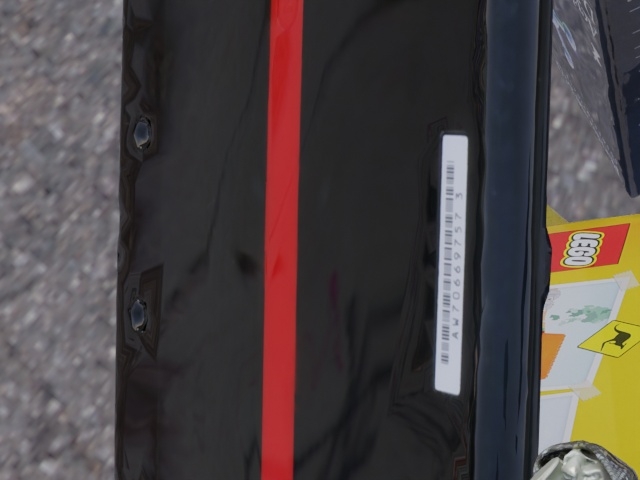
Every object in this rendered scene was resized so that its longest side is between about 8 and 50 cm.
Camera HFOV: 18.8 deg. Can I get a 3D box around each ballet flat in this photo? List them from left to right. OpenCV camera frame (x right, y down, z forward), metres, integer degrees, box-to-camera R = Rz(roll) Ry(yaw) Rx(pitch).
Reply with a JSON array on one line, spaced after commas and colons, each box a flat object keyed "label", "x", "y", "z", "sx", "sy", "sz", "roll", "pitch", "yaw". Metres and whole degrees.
[{"label": "ballet flat", "x": 0.077, "y": 0.089, "z": 0.562, "sx": 0.041, "sy": 0.114, "sz": 0.041, "roll": 0, "pitch": 107, "yaw": 0}]

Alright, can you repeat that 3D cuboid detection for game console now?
[{"label": "game console", "x": 0.000, "y": 0.000, "z": 0.898, "sx": 0.342, "sy": 0.060, "sz": 0.387, "roll": 7, "pitch": 97, "yaw": 57}]

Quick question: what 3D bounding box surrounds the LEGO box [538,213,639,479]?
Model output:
[{"label": "LEGO box", "x": 0.111, "y": 0.185, "z": 1.346, "sx": 0.372, "sy": 0.500, "sz": 0.193, "roll": -8, "pitch": 115, "yaw": 22}]

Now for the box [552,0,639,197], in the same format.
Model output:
[{"label": "box", "x": 0.272, "y": -0.272, "z": 1.591, "sx": 0.212, "sy": 0.395, "sz": 0.293, "roll": -26, "pitch": 62, "yaw": 1}]

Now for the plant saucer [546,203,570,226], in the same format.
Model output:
[{"label": "plant saucer", "x": 0.079, "y": 0.046, "z": 1.945, "sx": 0.333, "sy": 0.081, "sz": 0.333, "roll": 42, "pitch": 129, "yaw": 16}]
